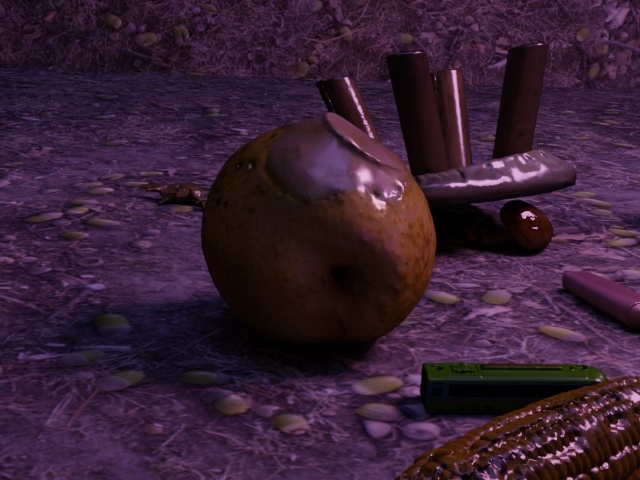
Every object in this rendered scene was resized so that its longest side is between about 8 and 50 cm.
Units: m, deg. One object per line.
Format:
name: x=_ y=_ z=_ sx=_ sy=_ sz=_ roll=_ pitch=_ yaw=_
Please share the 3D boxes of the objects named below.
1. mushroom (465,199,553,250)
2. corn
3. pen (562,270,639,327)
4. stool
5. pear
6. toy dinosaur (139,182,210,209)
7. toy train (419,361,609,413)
mushroom: x=0.278 y=-0.020 z=1.463 sx=0.129 sy=0.073 sz=0.088 roll=-4 pitch=52 yaw=-9
corn: x=0.160 y=0.174 z=0.744 sx=0.317 sy=0.115 sz=0.115 roll=-14 pitch=23 yaw=-42
pen: x=0.364 y=0.075 z=1.224 sx=0.053 sy=0.032 sz=0.197 roll=-3 pitch=15 yaw=-19
stool: x=0.184 y=-0.160 z=1.528 sx=0.310 sy=0.226 sz=0.310 roll=-8 pitch=3 yaw=-27
pear: x=0.000 y=0.000 z=1.114 sx=0.271 sy=0.271 sz=0.271 roll=2 pitch=17 yaw=-1
toy dinosaur: x=-0.205 y=-0.081 z=1.661 sx=0.162 sy=0.039 sz=0.126 roll=-6 pitch=17 yaw=-28
toy train: x=0.203 y=0.139 z=0.972 sx=0.209 sy=0.042 sz=0.044 roll=1 pitch=18 yaw=-3
